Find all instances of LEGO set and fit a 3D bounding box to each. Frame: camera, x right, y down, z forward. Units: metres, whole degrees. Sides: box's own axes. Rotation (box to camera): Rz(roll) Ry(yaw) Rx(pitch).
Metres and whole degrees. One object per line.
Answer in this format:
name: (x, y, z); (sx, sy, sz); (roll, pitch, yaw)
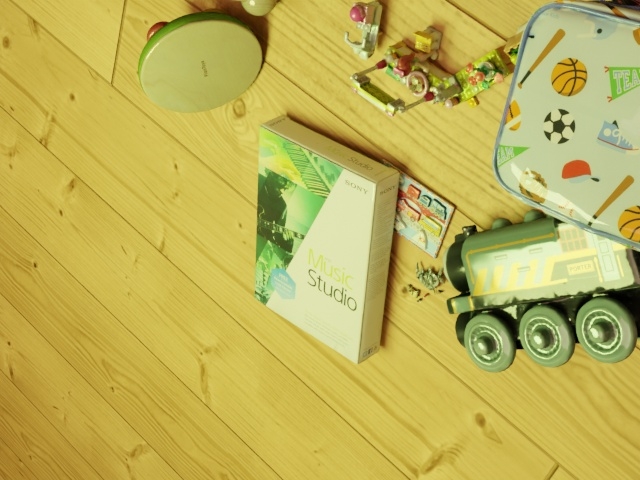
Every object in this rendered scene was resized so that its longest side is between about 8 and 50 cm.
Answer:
LEGO set: (0.140, -0.210, 1.296); (0.287, 0.107, 0.132); (18, 124, 37)
LEGO set: (0.149, 0.062, 1.501); (0.054, 0.023, 0.083); (39, 134, 22)

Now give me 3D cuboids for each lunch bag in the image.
lunch bag: (0.335, -0.118, 1.067); (0.303, 0.115, 0.243); (25, 110, 33)

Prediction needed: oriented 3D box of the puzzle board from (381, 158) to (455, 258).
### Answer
puzzle board: (0.123, -0.043, 1.477); (0.128, 0.011, 0.096); (37, 133, 25)

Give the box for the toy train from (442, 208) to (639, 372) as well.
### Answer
toy train: (0.289, 0.051, 1.286); (0.334, 0.142, 0.190); (-14, 90, 49)

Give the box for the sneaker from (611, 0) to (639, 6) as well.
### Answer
sneaker: (0.360, -0.245, 1.115); (0.119, 0.047, 0.057); (26, 117, 31)

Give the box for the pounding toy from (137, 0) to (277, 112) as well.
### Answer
pounding toy: (-0.179, -0.306, 1.536); (0.237, 0.183, 0.110); (-60, 42, 44)

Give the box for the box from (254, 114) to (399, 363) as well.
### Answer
box: (0.000, 0.000, 1.579); (0.232, 0.058, 0.322); (29, 129, 34)
